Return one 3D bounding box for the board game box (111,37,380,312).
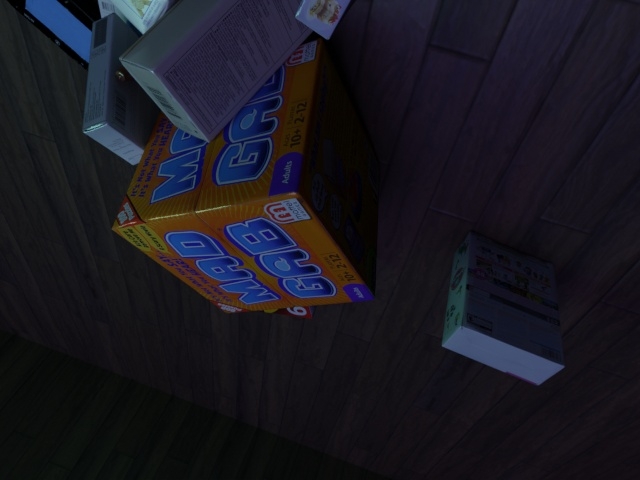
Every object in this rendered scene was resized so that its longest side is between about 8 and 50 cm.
[{"bbox_3d":[-0.104,-0.099,0.913,0.355,0.357,0.356,-8,145,23],"label":"board game box"}]

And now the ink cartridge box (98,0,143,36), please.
[{"bbox_3d":[-0.400,-0.527,0.926,0.104,0.062,0.181,18,136,6],"label":"ink cartridge box"}]

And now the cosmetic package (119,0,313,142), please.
[{"bbox_3d":[-0.157,-0.338,0.763,0.113,0.310,0.160,29,163,35],"label":"cosmetic package"}]

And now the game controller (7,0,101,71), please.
[{"bbox_3d":[-0.576,-0.497,1.027,0.319,0.067,0.166,42,133,-17],"label":"game controller"}]

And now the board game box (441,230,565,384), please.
[{"bbox_3d":[0.416,0.142,1.040,0.223,0.304,0.098,23,136,2],"label":"board game box"}]

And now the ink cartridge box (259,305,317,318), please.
[{"bbox_3d":[-0.158,0.072,1.344,0.271,0.130,0.310,4,133,21],"label":"ink cartridge box"}]

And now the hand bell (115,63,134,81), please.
[{"bbox_3d":[-0.327,-0.377,0.909,0.126,0.242,0.126,11,134,12],"label":"hand bell"}]

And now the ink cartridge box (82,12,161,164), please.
[{"bbox_3d":[-0.367,-0.280,0.940,0.060,0.276,0.239,-15,156,16],"label":"ink cartridge box"}]

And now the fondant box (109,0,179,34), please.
[{"bbox_3d":[-0.342,-0.539,0.764,0.330,0.238,0.096,43,132,-18],"label":"fondant box"}]

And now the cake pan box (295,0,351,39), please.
[{"bbox_3d":[0.077,-0.461,0.657,0.070,0.246,0.267,29,135,-11],"label":"cake pan box"}]
